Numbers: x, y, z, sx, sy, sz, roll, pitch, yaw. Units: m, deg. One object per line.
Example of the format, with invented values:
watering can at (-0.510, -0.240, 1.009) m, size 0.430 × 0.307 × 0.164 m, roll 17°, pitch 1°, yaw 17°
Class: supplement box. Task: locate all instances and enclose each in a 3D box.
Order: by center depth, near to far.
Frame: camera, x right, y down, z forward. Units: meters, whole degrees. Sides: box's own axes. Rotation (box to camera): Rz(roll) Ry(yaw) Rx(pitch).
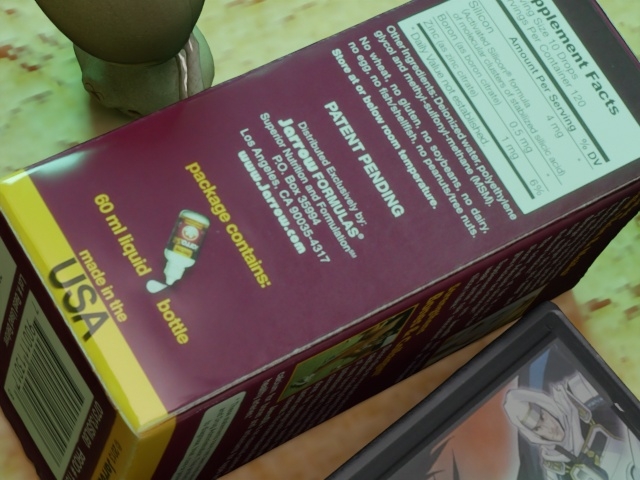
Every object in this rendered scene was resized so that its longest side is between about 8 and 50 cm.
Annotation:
supplement box at (0.000, 0.000, 0.566) m, size 0.188 × 0.104 × 0.080 m, roll -26°, pitch 75°, yaw -24°

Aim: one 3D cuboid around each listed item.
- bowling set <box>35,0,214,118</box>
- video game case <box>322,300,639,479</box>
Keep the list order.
bowling set at (-0.183, -0.101, 0.562) m, size 0.200 × 0.154 × 0.287 m, roll -40°, pitch 82°, yaw -8°
video game case at (0.056, 0.177, 0.507) m, size 0.248 × 0.035 × 0.275 m, roll 49°, pitch 52°, yaw 7°
